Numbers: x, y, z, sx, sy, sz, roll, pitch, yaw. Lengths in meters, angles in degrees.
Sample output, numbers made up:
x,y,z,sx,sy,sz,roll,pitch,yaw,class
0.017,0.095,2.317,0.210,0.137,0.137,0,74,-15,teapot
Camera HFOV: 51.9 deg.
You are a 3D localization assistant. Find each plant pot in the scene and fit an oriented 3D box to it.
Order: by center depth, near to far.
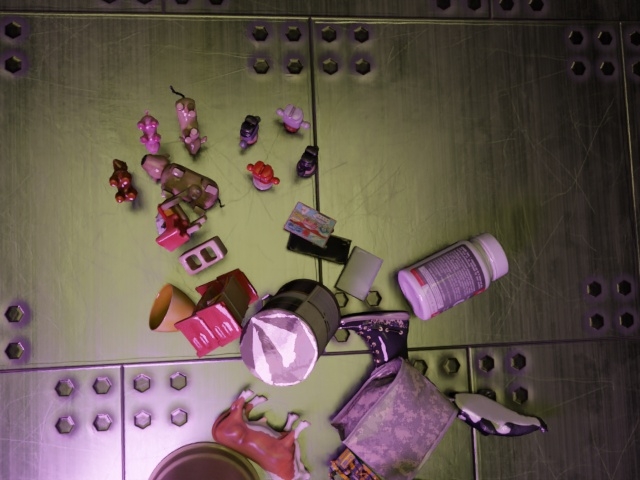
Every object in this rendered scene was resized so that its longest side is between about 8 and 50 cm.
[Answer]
x,y,z,sx,sy,sz,roll,pitch,yaw,class
-0.304,0.713,1.665,0.333,0.305,0.334,1,85,-7,plant pot
-0.395,0.196,1.795,0.095,0.134,0.134,25,82,-29,plant pot

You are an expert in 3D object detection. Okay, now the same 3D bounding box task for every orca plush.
x,y,z,sx,sy,sz,roll,pitch,yaw,class
0.505,0.523,1.920,0.287,0.102,0.151,7,39,-17,orca plush

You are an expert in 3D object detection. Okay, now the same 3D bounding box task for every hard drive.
x,y,z,sx,sy,sz,roll,pitch,yaw,class
0.113,0.096,1.915,0.094,0.022,0.135,27,82,-4,hard drive

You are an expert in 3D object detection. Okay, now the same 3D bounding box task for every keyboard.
x,y,z,sx,sy,sz,roll,pitch,yaw,class
0.000,0.000,1.906,0.180,0.023,0.108,16,73,-7,keyboard

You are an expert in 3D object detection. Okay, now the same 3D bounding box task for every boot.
x,y,z,sx,sy,sz,roll,pitch,yaw,class
0.146,0.293,1.874,0.236,0.085,0.179,-4,89,-7,boot

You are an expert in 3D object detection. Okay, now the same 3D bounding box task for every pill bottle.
x,y,z,sx,sy,sz,roll,pitch,yaw,class
0.381,0.098,1.882,0.283,0.161,0.161,-25,89,-9,pill bottle

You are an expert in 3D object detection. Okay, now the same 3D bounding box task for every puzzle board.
x,y,z,sx,sy,sz,roll,pitch,yaw,class
-0.028,-0.047,1.896,0.128,0.011,0.096,28,67,0,puzzle board

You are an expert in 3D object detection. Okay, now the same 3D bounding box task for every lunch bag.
x,y,z,sx,sy,sz,roll,pitch,yaw,class
0.211,0.488,1.813,0.235,0.169,0.287,43,86,-13,lunch bag

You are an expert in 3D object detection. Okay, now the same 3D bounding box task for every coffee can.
x,y,z,sx,sy,sz,roll,pitch,yaw,class
-0.071,0.232,1.721,0.201,0.275,0.202,3,103,13,coffee can

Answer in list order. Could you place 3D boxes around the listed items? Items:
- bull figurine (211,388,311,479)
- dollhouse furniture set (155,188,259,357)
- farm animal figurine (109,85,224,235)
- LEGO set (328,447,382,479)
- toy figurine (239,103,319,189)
x,y,z,sx,sy,sz,roll,pitch,yaw,class
-0.140,0.548,1.806,0.310,0.101,0.188,30,78,-7,bull figurine
-0.331,0.083,1.701,0.152,0.201,0.374,-27,107,18,dollhouse furniture set
-0.396,-0.200,1.799,0.330,0.172,0.327,-43,111,5,farm animal figurine
0.108,0.727,1.734,0.192,0.331,0.255,-45,113,-7,LEGO set
-0.118,-0.264,1.859,0.213,0.148,0.210,-20,82,-7,toy figurine
